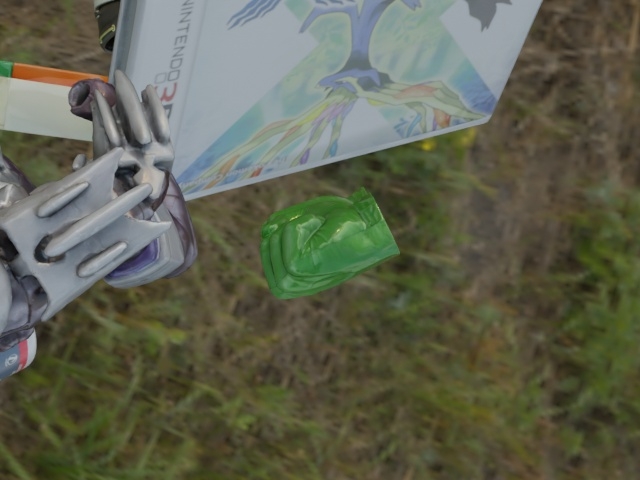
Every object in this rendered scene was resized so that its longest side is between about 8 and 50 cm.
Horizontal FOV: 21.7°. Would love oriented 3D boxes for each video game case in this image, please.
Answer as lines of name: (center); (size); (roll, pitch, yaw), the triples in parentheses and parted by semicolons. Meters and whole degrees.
video game case: (0.015, -0.150, 1.126); (0.329, 0.036, 0.300); (-16, 149, -25)

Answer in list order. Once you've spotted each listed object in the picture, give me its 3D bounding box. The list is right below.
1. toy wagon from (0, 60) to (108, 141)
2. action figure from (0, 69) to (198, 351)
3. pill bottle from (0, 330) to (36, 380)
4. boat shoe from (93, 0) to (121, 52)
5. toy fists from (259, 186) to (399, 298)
toy wagon: (-0.247, -0.104, 1.285); (0.344, 0.267, 0.068); (-1, 99, -76)
action figure: (-0.135, -0.001, 0.702); (0.185, 0.285, 0.099); (-19, 94, 6)
pill bottle: (-0.360, 0.105, 1.512); (0.180, 0.108, 0.108); (-29, 120, -35)
boat shoe: (-0.184, -0.278, 2.001); (0.081, 0.228, 0.068); (4, 80, -47)
toy fists: (0.000, 0.000, 1.831); (0.142, 0.279, 0.096); (-26, 95, 0)
